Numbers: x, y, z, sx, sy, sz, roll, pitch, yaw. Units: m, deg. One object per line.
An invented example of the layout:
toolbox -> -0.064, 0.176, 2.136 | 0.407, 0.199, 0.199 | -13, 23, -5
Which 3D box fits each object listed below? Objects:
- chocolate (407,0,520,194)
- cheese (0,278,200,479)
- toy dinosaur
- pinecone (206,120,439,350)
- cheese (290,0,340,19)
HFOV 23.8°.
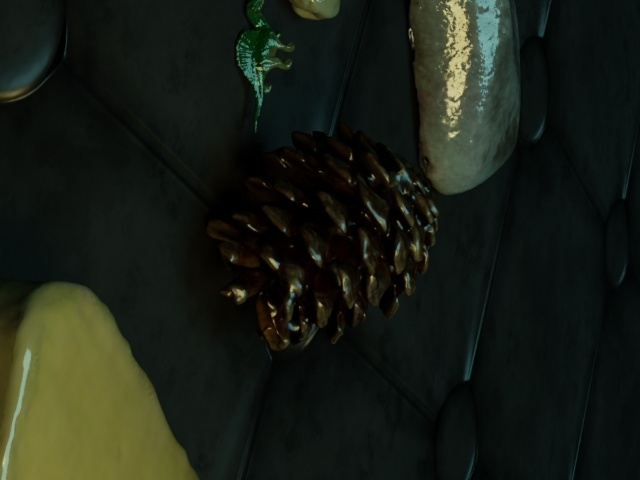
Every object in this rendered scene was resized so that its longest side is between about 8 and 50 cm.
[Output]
chocolate -> 0.178, -0.205, 1.740 | 0.185, 0.100, 0.303 | -43, 134, -58
cheese -> -0.207, 0.254, 1.021 | 0.384, 0.104, 0.383 | -15, 107, -62
toy dinosaur -> -0.058, -0.157, 1.360 | 0.060, 0.029, 0.119 | 20, 80, -46
pinecone -> 0.004, 0.002, 1.333 | 0.204, 0.179, 0.184 | -48, 131, -12
cheese -> 0.006, -0.304, 1.437 | 0.065, 0.043, 0.194 | 36, 62, -60
